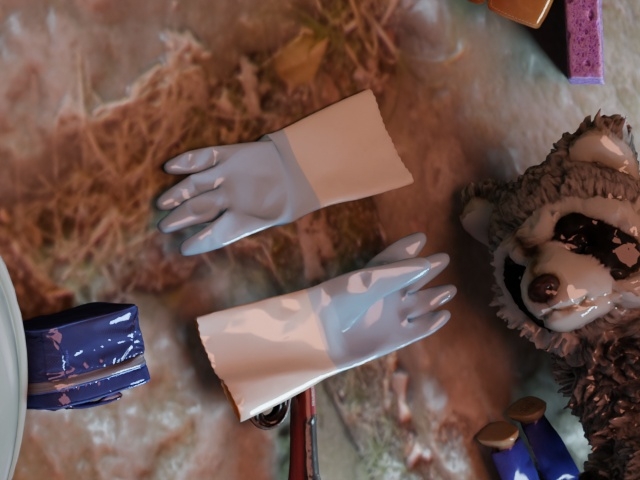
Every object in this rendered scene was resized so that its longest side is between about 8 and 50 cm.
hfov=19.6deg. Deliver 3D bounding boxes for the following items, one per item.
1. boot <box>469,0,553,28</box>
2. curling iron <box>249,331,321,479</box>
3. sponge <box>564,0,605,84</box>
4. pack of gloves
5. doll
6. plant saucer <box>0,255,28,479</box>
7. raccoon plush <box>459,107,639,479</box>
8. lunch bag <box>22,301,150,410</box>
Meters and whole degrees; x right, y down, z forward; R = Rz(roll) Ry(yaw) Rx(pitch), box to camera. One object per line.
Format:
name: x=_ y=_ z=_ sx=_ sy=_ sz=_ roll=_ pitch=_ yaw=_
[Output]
boot: x=0.125 y=-0.270 z=1.468 sx=0.073 sy=0.197 sz=0.152 roll=-26 pitch=145 yaw=-51
curling iron: x=-0.026 y=0.202 z=1.390 sx=0.068 sy=0.035 sz=0.274 roll=-9 pitch=101 yaw=-16
sponge: x=0.216 y=-0.235 z=1.531 sx=0.117 sy=0.031 sz=0.210 roll=-8 pitch=97 yaw=-80
pack of gloves: x=0.000 y=0.000 z=1.367 sx=0.232 sy=0.046 sz=0.195 roll=-22 pitch=87 yaw=-35
doll: x=0.201 y=0.224 z=1.552 sx=0.129 sy=0.046 sz=0.189 roll=-36 pitch=111 yaw=-31
plant saucer: x=-0.312 y=0.133 z=1.059 sx=0.400 sy=0.100 sz=0.401 roll=-20 pitch=119 yaw=-41
raccoon plush: x=0.271 y=0.067 z=1.568 sx=0.299 sy=0.216 sz=0.446 roll=63 pitch=11 yaw=13
lunch bag: x=-0.163 y=0.081 z=1.260 sx=0.098 sy=0.067 sz=0.065 roll=-14 pitch=99 yaw=-38
